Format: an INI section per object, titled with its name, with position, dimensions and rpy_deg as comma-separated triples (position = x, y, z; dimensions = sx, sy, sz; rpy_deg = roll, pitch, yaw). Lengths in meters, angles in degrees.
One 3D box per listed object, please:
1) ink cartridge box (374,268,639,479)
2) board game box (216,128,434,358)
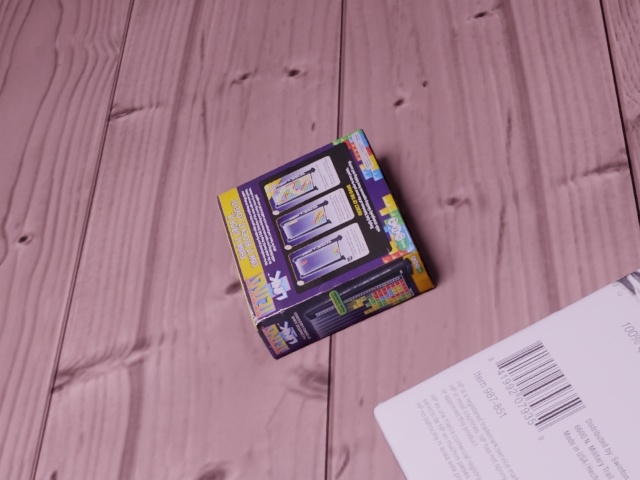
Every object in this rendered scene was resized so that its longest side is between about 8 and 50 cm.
[ink cartridge box]
position = 0.220, 0.137, 0.891
dimensions = 0.307, 0.129, 0.223
rpy_deg = -27, 40, -1
[board game box]
position = 0.000, 0.000, 1.215
dimensions = 0.141, 0.048, 0.170
rpy_deg = -25, 41, 5
